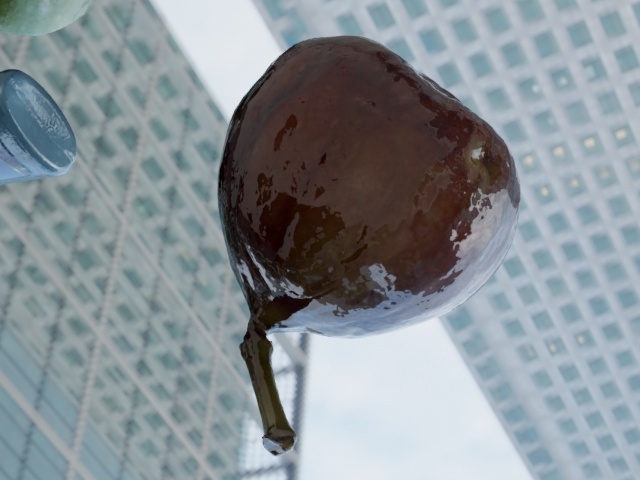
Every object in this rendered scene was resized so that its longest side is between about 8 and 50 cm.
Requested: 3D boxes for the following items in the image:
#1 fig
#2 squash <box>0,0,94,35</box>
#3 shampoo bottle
[{"bbox_3d":[0.004,-0.004,1.096,0.249,0.203,0.186,-50,177,1],"label":"fig"},{"bbox_3d":[-0.262,-0.272,1.442,0.170,0.170,0.123,-60,-171,-30],"label":"squash"},{"bbox_3d":[-0.334,-0.082,1.426,0.258,0.104,0.061,-8,-138,35],"label":"shampoo bottle"}]
